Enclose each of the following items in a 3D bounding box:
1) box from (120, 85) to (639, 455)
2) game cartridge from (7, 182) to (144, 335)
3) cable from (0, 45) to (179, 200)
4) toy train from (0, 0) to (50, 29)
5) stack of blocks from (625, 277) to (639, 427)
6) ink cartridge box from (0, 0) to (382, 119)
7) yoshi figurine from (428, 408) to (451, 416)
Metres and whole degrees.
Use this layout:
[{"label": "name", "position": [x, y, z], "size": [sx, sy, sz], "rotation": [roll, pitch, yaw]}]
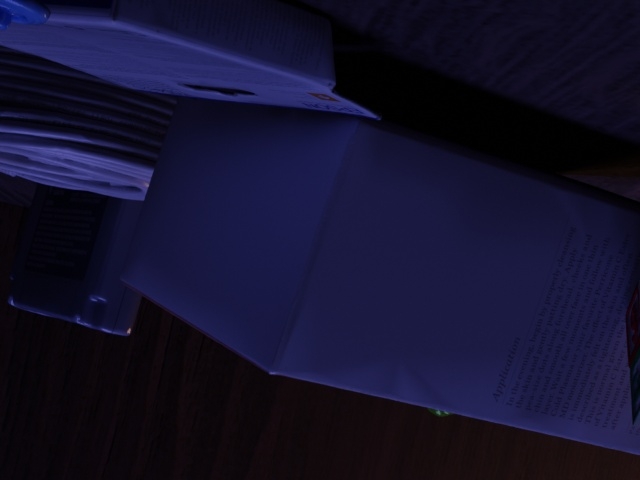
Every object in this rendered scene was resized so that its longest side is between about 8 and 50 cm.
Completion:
[{"label": "box", "position": [0.076, 0.014, 1.261], "size": [0.345, 0.168, 0.215], "rotation": [16, -174, -35]}, {"label": "game cartridge", "position": [-0.209, -0.019, 1.700], "size": [0.060, 0.196, 0.294], "rotation": [14, 177, -24]}, {"label": "cable", "position": [-0.198, -0.093, 1.434], "size": [0.257, 0.089, 0.257], "rotation": [12, 175, -1]}, {"label": "toy train", "position": [-0.183, -0.141, 0.820], "size": [0.105, 0.080, 0.184], "rotation": [24, 170, -38]}, {"label": "stack of blocks", "position": [0.351, 0.048, 1.132], "size": [0.297, 0.087, 0.171], "rotation": [4, 146, -2]}, {"label": "ink cartridge box", "position": [-0.109, -0.122, 1.043], "size": [0.223, 0.045, 0.224], "rotation": [10, 177, 40]}, {"label": "yoshi figurine", "position": [0.077, 0.053, 1.739], "size": [0.203, 0.204, 0.362], "rotation": [14, 173, 2]}]
